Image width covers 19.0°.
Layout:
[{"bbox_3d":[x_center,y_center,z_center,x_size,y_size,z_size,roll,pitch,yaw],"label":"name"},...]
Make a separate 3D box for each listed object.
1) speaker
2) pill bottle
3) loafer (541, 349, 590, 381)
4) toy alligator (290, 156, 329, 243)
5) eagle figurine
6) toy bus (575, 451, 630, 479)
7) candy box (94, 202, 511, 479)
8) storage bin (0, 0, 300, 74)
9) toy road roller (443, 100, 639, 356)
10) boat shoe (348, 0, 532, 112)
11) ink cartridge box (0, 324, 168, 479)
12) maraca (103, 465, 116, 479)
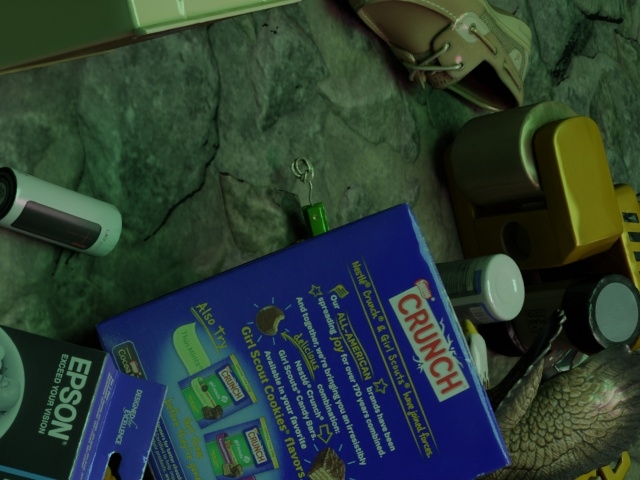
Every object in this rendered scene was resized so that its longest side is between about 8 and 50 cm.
[{"bbox_3d":[-0.251,-0.025,1.788,0.136,0.055,0.055,22,65,-47],"label":"speaker"},{"bbox_3d":[0.159,0.061,2.203,0.078,0.137,0.078,13,73,-48],"label":"pill bottle"},{"bbox_3d":[0.337,0.071,2.458,0.084,0.096,0.267,38,56,-32],"label":"loafer"},{"bbox_3d":[0.000,0.000,2.096,0.051,0.056,0.189,-156,-128,-86],"label":"toy alligator"},{"bbox_3d":[0.194,0.190,2.087,0.226,0.298,0.225,-44,116,-47],"label":"eagle figurine"},{"bbox_3d":[0.306,0.309,2.352,0.191,0.104,0.202,15,70,-48],"label":"toy bus"},{"bbox_3d":[-0.013,0.142,1.807,0.122,0.317,0.268,-21,90,-86],"label":"candy box"},{"bbox_3d":[-0.184,-0.241,1.754,0.260,0.262,0.123,-21,99,-51],"label":"storage bin"},{"bbox_3d":[0.317,-0.016,2.323,0.241,0.202,0.329,-20,97,-35],"label":"toy road roller"},{"bbox_3d":[0.151,-0.238,2.276,0.341,0.122,0.110,18,67,-49],"label":"boat shoe"},{"bbox_3d":[-0.254,0.182,1.646,0.208,0.045,0.206,15,63,-3],"label":"ink cartridge box"},{"bbox_3d":[-0.237,0.217,1.717,0.127,0.099,0.185,31,39,-69],"label":"maraca"}]
